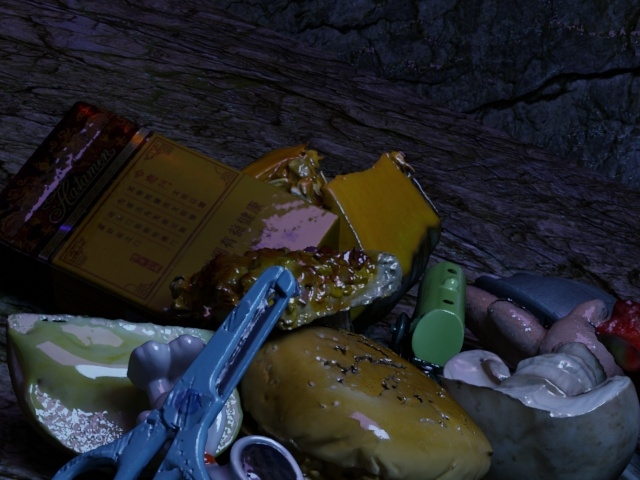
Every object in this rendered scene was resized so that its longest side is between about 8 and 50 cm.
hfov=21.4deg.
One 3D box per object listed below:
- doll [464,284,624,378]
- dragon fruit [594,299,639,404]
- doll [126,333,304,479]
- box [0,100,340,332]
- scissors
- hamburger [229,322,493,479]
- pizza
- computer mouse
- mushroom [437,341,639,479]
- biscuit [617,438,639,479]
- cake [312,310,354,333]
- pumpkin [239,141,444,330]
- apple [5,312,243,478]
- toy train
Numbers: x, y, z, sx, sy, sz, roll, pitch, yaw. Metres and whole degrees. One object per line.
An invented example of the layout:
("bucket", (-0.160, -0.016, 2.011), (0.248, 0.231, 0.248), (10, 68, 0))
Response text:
("doll", (0.325, 0.129, 2.435), (0.303, 0.156, 0.201), (36, -7, 40))
("dragon fruit", (0.462, 0.240, 2.067), (0.329, 0.286, 0.228), (22, 38, 18))
("doll", (-0.096, 0.223, 1.749), (0.208, 0.144, 0.271), (2, 53, -8))
("box", (-0.213, 0.003, 2.216), (0.415, 0.116, 0.264), (23, 56, 15))
("scissors", (-0.131, 0.180, 1.698), (0.180, 0.393, 0.032), (23, -26, 24))
("hamburger", (0.042, 0.219, 1.962), (0.284, 0.174, 0.304), (11, 21, -38))
("pizza", (-0.053, 0.053, 1.995), (0.290, 0.081, 0.229), (-4, 13, 7))
("computer mouse", (0.394, 0.121, 2.648), (0.203, 0.114, 0.374), (0, 25, -41))
("mushroom", (0.274, 0.233, 2.089), (0.254, 0.189, 0.195), (13, 24, 30))
("biscuit", (0.388, 0.301, 2.191), (0.186, 0.079, 0.309), (3, 23, -45))
("cake", (-0.013, 0.130, 2.148), (0.116, 0.185, 0.079), (16, 53, 32))
("pumpkin", (0.000, 0.000, 2.406), (0.303, 0.256, 0.225), (1, 15, 30))
("apple", (-0.223, 0.188, 1.876), (0.265, 0.120, 0.193), (6, 52, -25))
("toy train", (0.158, 0.121, 2.357), (0.105, 0.157, 0.253), (19, 19, 0))
